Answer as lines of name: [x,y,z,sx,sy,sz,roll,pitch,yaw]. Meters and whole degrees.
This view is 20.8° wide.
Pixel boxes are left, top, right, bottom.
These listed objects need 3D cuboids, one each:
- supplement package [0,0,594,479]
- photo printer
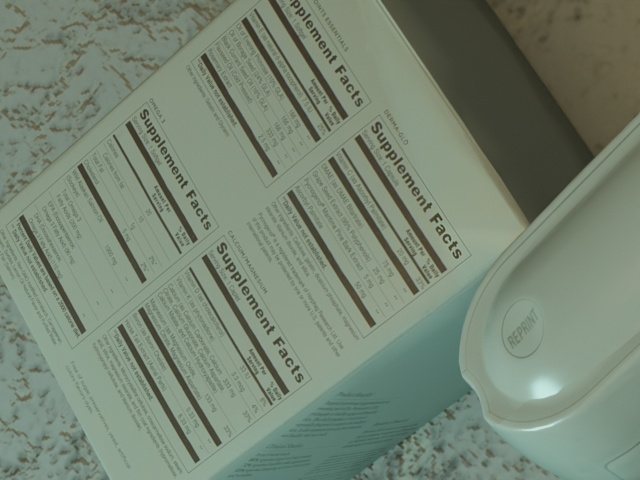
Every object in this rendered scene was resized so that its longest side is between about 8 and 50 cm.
supplement package: [0.000,0.000,0.953,0.262,0.199,0.198,-39,71,21]
photo printer: [0.227,0.007,0.801,0.307,0.256,0.107,-48,48,24]
